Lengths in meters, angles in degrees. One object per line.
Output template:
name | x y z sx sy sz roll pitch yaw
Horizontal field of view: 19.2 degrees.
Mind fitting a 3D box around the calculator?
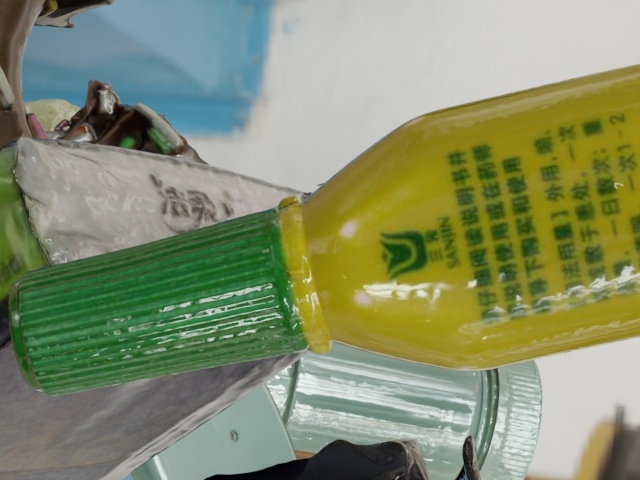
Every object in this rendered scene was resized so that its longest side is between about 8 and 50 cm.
calculator | -0.101 0.172 1.674 0.184 0.042 0.295 -23 86 -51

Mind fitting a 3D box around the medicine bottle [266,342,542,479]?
medicine bottle | 0.053 0.164 1.939 0.158 0.318 0.158 -168 -90 -76

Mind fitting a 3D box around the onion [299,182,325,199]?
onion | 0.000 0.000 1.419 0.104 0.115 0.115 -58 161 13

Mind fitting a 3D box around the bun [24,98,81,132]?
bun | -0.289 -0.042 2.071 0.127 0.222 0.222 -131 -147 -66

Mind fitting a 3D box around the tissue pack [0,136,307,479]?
tissue pack | -0.211 0.094 1.189 0.288 0.394 0.124 6 53 -56

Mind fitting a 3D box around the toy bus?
toy bus | -0.017 0.169 1.150 0.072 0.172 0.057 78 -3 -52

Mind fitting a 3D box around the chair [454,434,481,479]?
chair | 0.097 0.279 1.455 0.140 0.145 0.221 107 -34 -53

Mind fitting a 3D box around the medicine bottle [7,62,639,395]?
medicine bottle | 0.019 0.007 0.671 0.064 0.261 0.095 -42 120 -86

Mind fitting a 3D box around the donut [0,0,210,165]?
donut | -0.205 -0.102 1.311 0.259 0.136 0.345 -23 104 -44
